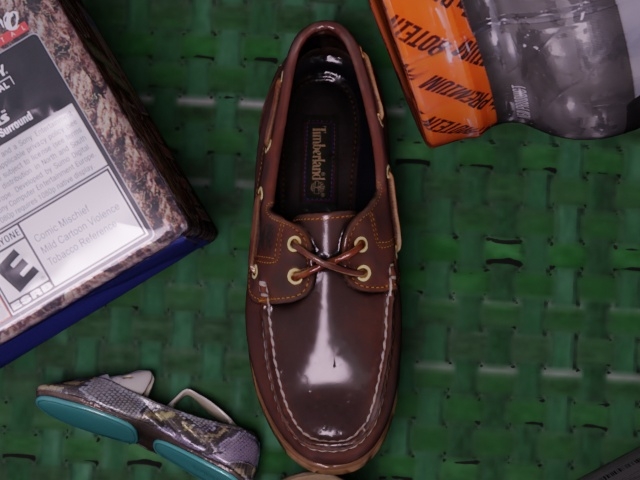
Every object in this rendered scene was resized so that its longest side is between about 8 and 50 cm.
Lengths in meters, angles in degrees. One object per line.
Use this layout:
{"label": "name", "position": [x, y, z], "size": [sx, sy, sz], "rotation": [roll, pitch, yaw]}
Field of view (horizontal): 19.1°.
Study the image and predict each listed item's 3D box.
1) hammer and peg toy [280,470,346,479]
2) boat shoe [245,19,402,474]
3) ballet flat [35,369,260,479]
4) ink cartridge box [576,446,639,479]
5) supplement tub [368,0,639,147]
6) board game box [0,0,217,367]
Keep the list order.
{"label": "hammer and peg toy", "position": [-0.004, 0.308, 0.867], "size": [0.266, 0.127, 0.361], "rotation": [-23, 72, 2]}
{"label": "boat shoe", "position": [0.000, 0.000, 0.873], "size": [0.073, 0.073, 0.207], "rotation": [-3, 69, -3]}
{"label": "ballet flat", "position": [-0.081, 0.086, 0.930], "size": [0.114, 0.041, 0.041], "rotation": [23, 90, 2]}
{"label": "ink cartridge box", "position": [0.133, 0.142, 0.866], "size": [0.099, 0.135, 0.056], "rotation": [-28, 89, 2]}
{"label": "supplement tub", "position": [0.179, -0.172, 0.835], "size": [0.338, 0.207, 0.207], "rotation": [-19, 88, 1]}
{"label": "board game box", "position": [-0.223, -0.068, 0.882], "size": [0.232, 0.141, 0.291], "rotation": [-30, 88, 2]}
